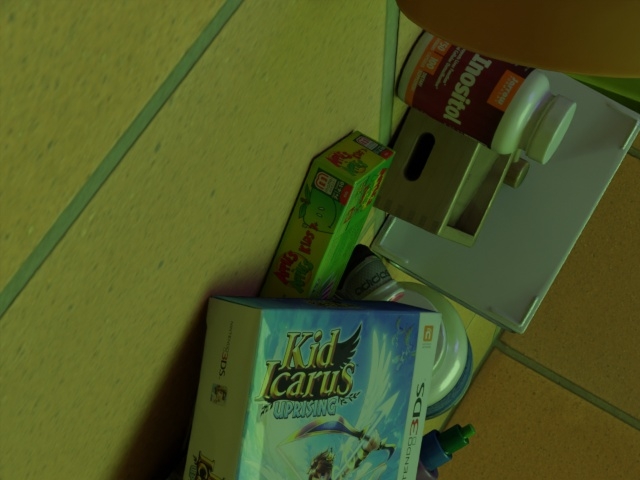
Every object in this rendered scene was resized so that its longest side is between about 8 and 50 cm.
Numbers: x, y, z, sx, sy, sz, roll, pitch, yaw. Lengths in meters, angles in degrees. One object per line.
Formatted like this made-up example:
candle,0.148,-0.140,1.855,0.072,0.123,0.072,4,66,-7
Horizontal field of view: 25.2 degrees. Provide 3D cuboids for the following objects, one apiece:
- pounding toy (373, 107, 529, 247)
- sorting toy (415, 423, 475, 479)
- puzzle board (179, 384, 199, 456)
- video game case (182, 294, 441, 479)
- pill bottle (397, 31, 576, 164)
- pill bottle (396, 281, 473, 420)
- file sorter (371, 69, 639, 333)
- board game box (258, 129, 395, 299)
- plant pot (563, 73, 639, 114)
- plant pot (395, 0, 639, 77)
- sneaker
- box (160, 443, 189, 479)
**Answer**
pounding toy,0.149,-0.094,1.492,0.181,0.094,0.206,-66,158,3
sorting toy,0.094,0.224,1.604,0.126,0.127,0.365,-33,160,14
puzzle board,-0.092,0.146,1.302,0.096,0.011,0.128,-48,162,-44
video game case,-0.006,0.173,1.221,0.269,0.061,0.244,4,94,-54
pill bottle,0.155,-0.134,1.323,0.086,0.152,0.086,-56,166,-21
pill bottle,0.102,0.131,1.697,0.152,0.152,0.272,-59,167,-6
file sorter,0.215,-0.050,1.662,0.278,0.193,0.173,-59,170,-5
board game box,0.000,0.000,1.265,0.092,0.043,0.181,-40,156,-58
plant pot,0.447,-0.280,1.996,0.207,0.227,0.228,-67,168,0
plant pot,0.202,-0.262,1.017,0.291,0.291,0.203,-44,142,-52
sneaker,0.032,0.040,1.437,0.063,0.075,0.170,-30,-179,-14
box,-0.064,0.212,1.333,0.290,0.087,0.169,-50,163,-34
